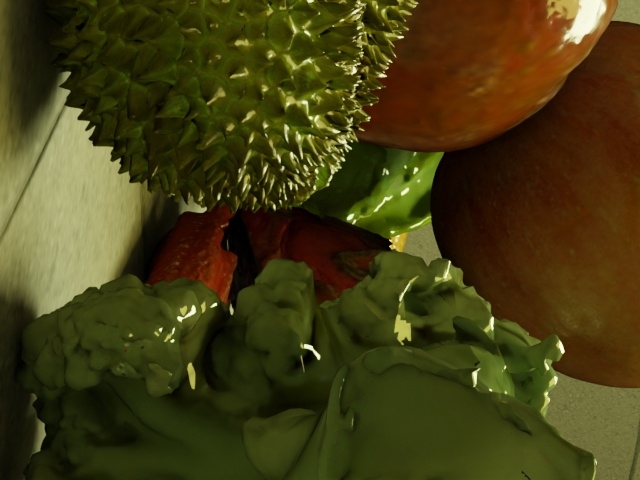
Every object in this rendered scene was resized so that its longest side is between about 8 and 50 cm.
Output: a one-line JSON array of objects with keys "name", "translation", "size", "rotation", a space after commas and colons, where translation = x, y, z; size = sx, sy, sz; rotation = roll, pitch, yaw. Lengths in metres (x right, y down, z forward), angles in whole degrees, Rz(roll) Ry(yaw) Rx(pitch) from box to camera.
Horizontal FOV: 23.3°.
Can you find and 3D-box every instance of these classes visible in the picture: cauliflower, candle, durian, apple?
[{"name": "cauliflower", "translation": [-0.010, 0.103, 0.664], "size": [0.327, 0.260, 0.281], "rotation": [-39, 152, -38]}, {"name": "candle", "translation": [-0.089, 0.054, 0.891], "size": [0.301, 0.059, 0.084], "rotation": [-73, 178, -63]}, {"name": "durian", "translation": [0.047, -0.144, 1.228], "size": [0.204, 0.256, 0.339], "rotation": [60, -3, -33]}, {"name": "durian", "translation": [-0.043, -0.098, 0.630], "size": [0.198, 0.146, 0.159], "rotation": [73, 36, -60]}, {"name": "apple", "translation": [0.200, -0.020, 1.069], "size": [0.253, 0.254, 0.253], "rotation": [8, 90, -87]}]

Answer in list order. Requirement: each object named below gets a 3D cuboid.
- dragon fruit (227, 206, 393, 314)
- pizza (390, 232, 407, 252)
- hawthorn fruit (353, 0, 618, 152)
[{"name": "dragon fruit", "translation": [0.022, 0.074, 1.052], "size": [0.218, 0.148, 0.223], "rotation": [101, -22, -60]}, {"name": "pizza", "translation": [0.000, 0.000, 1.447], "size": [0.074, 0.182, 0.365], "rotation": [23, 80, -49]}, {"name": "hawthorn fruit", "translation": [0.055, -0.177, 0.957], "size": [0.284, 0.284, 0.284], "rotation": [8, 90, -87]}]
